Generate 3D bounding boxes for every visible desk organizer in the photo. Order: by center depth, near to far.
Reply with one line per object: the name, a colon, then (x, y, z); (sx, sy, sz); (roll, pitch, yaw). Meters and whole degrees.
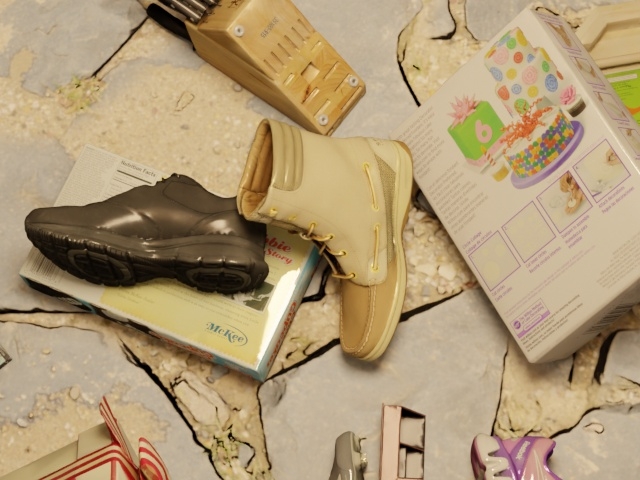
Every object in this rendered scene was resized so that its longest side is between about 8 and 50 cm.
desk organizer: (0.092, 0.253, 1.794); (0.050, 0.047, 0.130); (2, 70, 4)

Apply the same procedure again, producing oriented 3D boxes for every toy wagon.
toy wagon: (0.407, -0.132, 1.878); (0.267, 0.068, 0.344); (-9, 65, 4)

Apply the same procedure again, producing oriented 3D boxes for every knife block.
knife block: (-0.101, -0.256, 1.994); (0.276, 0.242, 0.088); (45, 77, -27)

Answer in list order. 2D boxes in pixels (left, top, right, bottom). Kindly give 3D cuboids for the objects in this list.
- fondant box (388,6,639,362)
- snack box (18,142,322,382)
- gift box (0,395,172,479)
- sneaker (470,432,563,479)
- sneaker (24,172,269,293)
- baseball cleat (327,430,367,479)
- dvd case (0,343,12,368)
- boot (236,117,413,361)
fondant box: (0.257, -0.062, 1.804); (0.238, 0.096, 0.330); (-43, 67, 30)
snack box: (-0.177, 0.024, 1.900); (0.322, 0.060, 0.187); (21, 74, 13)
gift box: (-0.256, 0.338, 1.673); (0.258, 0.276, 0.255); (-25, 109, 0)
sneaker: (0.244, 0.314, 1.735); (0.104, 0.095, 0.236); (-13, 68, -7)
sneaker: (-0.198, -0.016, 1.839); (0.286, 0.109, 0.130); (7, 64, -2)
baseball cleat: (0.007, 0.316, 1.768); (0.109, 0.072, 0.206); (-8, 65, 10)
dvd case: (-0.443, 0.149, 1.907); (0.119, 0.013, 0.087); (-39, 71, -9)
boot: (0.000, 0.000, 1.804); (0.203, 0.095, 0.262); (9, 86, -33)
